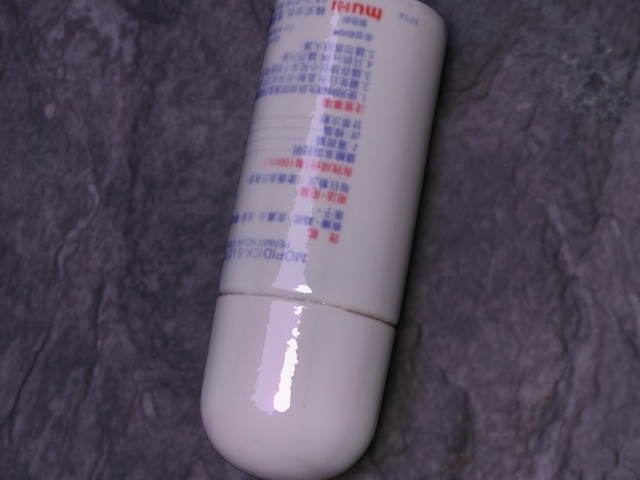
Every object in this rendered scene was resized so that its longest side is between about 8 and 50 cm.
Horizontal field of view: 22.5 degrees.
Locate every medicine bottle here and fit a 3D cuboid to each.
[{"bbox_3d":[0.000,0.000,1.123,0.130,0.130,0.341,4,78,31],"label":"medicine bottle"}]
